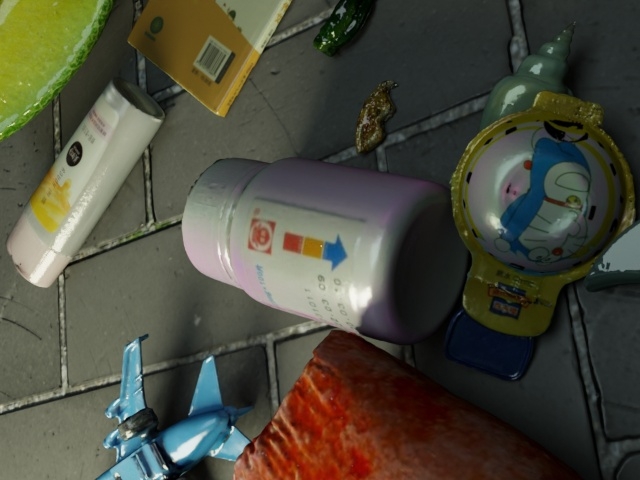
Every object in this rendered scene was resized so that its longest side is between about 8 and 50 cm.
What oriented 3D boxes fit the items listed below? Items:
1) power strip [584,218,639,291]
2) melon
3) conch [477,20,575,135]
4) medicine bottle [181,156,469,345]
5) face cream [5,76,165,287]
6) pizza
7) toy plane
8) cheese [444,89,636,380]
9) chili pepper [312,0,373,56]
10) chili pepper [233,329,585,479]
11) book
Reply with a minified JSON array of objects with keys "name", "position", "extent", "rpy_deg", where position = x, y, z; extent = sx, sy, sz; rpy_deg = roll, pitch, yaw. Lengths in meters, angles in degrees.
[{"name":"power strip","position":[0.315,0.048,0.723],"extent":[0.167,0.054,0.253],"rpy_deg":[-43,58,19]},{"name":"melon","position":[-0.380,-0.345,1.242],"extent":[0.343,0.226,0.331],"rpy_deg":[-32,50,13]},{"name":"conch","position":[0.188,-0.109,0.856],"extent":[0.065,0.088,0.180],"rpy_deg":[-95,30,-73]},{"name":"medicine bottle","position":[0.000,0.000,0.910],"extent":[0.254,0.152,0.152],"rpy_deg":[13,88,39]},{"name":"face cream","position":[-0.295,-0.070,1.198],"extent":[0.269,0.073,0.107],"rpy_deg":[-52,47,17]},{"name":"pizza","position":[0.055,-0.125,0.980],"extent":[0.037,0.016,0.083],"rpy_deg":[25,93,32]},{"name":"toy plane","position":[-0.177,0.240,1.024],"extent":[0.271,0.105,0.254],"rpy_deg":[-36,75,21]},{"name":"cheese","position":[0.177,0.000,0.820],"extent":[0.156,0.064,0.250],"rpy_deg":[17,104,10]},{"name":"chili pepper","position":[0.029,-0.252,1.018],"extent":[0.055,0.035,0.118],"rpy_deg":[14,92,21]},{"name":"chili pepper","position":[0.051,0.223,0.772],"extent":[0.305,0.229,0.251],"rpy_deg":[35,137,36]},{"name":"book","position":[-0.103,-0.319,1.140],"extent":[0.208,0.020,0.295],"rpy_deg":[42,105,36]}]
